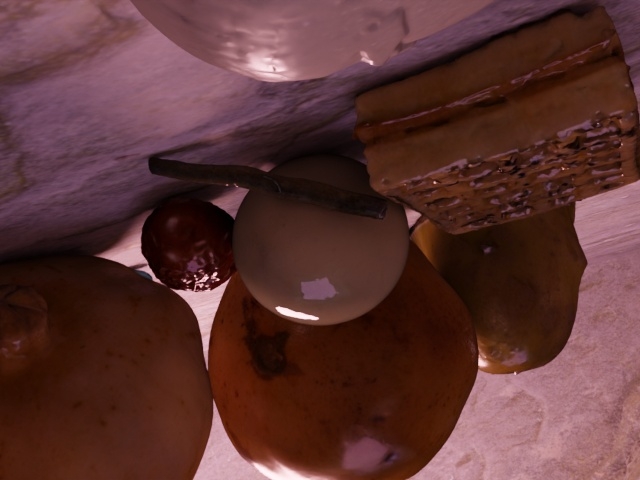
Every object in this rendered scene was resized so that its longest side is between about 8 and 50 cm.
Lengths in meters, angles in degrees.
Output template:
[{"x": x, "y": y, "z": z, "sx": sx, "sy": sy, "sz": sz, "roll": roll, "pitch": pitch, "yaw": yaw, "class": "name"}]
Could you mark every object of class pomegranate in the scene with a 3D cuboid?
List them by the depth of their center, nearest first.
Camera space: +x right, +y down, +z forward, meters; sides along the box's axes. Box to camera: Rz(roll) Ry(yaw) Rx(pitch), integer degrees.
[{"x": -0.323, "y": 0.197, "z": 1.106, "sx": 0.412, "sy": 0.411, "sz": 0.411, "roll": -14, "pitch": 169, "yaw": -3, "class": "pomegranate"}, {"x": 0.032, "y": 0.173, "z": 1.383, "sx": 0.417, "sy": 0.416, "sz": 0.416, "roll": -14, "pitch": 169, "yaw": -3, "class": "pomegranate"}]

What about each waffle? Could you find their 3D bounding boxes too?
[{"x": 0.199, "y": -0.104, "z": 0.975, "sx": 0.261, "sy": 0.113, "sz": 0.376, "roll": -16, "pitch": 169, "yaw": 18, "class": "waffle"}]

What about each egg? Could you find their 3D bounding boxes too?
[{"x": 0.000, "y": 0.000, "z": 1.000, "sx": 0.186, "sy": 0.185, "sz": 0.242, "roll": -19, "pitch": -176, "yaw": 20, "class": "egg"}]

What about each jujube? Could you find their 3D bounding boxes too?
[{"x": -0.146, "y": 0.003, "z": 1.053, "sx": 0.112, "sy": 0.109, "sz": 0.176, "roll": -29, "pitch": 172, "yaw": -8, "class": "jujube"}]

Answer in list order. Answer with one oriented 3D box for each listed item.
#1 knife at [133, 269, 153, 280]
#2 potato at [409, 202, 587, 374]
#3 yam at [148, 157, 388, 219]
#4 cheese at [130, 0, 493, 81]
[{"x": -0.351, "y": 0.086, "z": 1.382, "sx": 0.222, "sy": 0.031, "sz": 0.064, "roll": -19, "pitch": 142, "yaw": 13, "class": "knife"}, {"x": 0.317, "y": 0.079, "z": 1.573, "sx": 0.290, "sy": 0.295, "sz": 0.397, "roll": -17, "pitch": 167, "yaw": 18, "class": "potato"}, {"x": -0.051, "y": -0.053, "z": 0.885, "sx": 0.234, "sy": 0.027, "sz": 0.029, "roll": 11, "pitch": -160, "yaw": 3, "class": "yam"}, {"x": 0.002, "y": -0.152, "z": 0.351, "sx": 0.189, "sy": 0.154, "sz": 0.198, "roll": -31, "pitch": 167, "yaw": -10, "class": "cheese"}]
